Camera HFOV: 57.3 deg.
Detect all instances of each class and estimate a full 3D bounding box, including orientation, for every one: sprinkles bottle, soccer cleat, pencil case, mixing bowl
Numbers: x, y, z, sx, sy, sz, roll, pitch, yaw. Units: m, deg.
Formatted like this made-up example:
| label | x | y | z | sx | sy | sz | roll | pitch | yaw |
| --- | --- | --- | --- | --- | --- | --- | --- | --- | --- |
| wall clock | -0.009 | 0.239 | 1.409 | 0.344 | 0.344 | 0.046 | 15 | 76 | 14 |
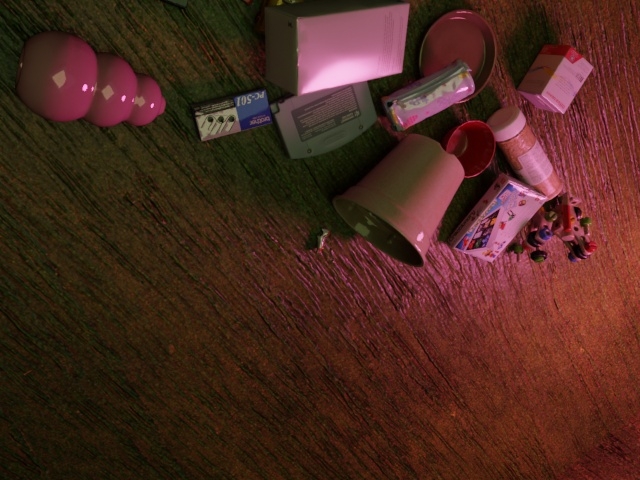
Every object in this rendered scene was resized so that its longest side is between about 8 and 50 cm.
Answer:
| label | x | y | z | sx | sy | sz | roll | pitch | yaw |
| --- | --- | --- | --- | --- | --- | --- | --- | --- | --- |
| sprinkles bottle | 0.689 | -0.285 | 1.972 | 0.121 | 0.121 | 0.355 | -45 | 119 | -2 |
| soccer cleat | 0.000 | 0.000 | 1.853 | 0.036 | 0.029 | 0.083 | 25 | 95 | -19 |
| pencil case | 0.314 | -0.430 | 1.732 | 0.273 | 0.113 | 0.124 | -26 | 147 | 6 |
| mixing bowl | 0.458 | -0.303 | 1.884 | 0.182 | 0.098 | 0.181 | -8 | 113 | -19 |

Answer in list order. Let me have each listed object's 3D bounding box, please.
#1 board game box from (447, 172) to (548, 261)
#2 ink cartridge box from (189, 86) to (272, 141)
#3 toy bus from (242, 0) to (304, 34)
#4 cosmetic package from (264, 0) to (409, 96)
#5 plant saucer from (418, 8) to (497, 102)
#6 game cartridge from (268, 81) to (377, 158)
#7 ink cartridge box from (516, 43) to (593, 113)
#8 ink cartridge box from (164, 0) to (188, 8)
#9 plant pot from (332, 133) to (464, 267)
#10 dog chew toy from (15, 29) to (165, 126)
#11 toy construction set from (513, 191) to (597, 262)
| label | x | y | z | sx | sy | sz | roll | pitch | yaw |
| --- | --- | --- | --- | --- | --- | --- | --- | --- | --- |
| board game box | 0.602 | -0.071 | 2.000 | 0.193 | 0.053 | 0.305 | 19 | 122 | -27 |
| ink cartridge box | -0.244 | -0.348 | 1.610 | 0.207 | 0.046 | 0.097 | -18 | 116 | -16 |
| toy bus | -0.095 | -0.620 | 1.535 | 0.191 | 0.104 | 0.202 | -30 | 118 | -10 |
| cosmetic package | 0.045 | -0.520 | 1.534 | 0.366 | 0.155 | 0.196 | -19 | 130 | -31 |
| plant saucer | 0.417 | -0.564 | 1.802 | 0.278 | 0.041 | 0.277 | -8 | 112 | -20 |
| game cartridge | 0.013 | -0.362 | 1.708 | 0.297 | 0.062 | 0.198 | -26 | 121 | -12 |
| ink cartridge box | 0.759 | -0.525 | 1.906 | 0.128 | 0.127 | 0.176 | 28 | 97 | -29 |
| ink cartridge box | -0.359 | -0.748 | 1.404 | 0.166 | 0.065 | 0.332 | 12 | 103 | -25 |
| plant pot | 0.258 | -0.139 | 1.767 | 0.334 | 0.334 | 0.305 | 43 | 78 | -29 |
| dog chew toy | -0.538 | -0.367 | 1.403 | 0.332 | 0.207 | 0.206 | 10 | 105 | -33 |
| toy construction set | 0.832 | -0.078 | 2.043 | 0.258 | 0.309 | 0.237 | 3 | 67 | 8 |
